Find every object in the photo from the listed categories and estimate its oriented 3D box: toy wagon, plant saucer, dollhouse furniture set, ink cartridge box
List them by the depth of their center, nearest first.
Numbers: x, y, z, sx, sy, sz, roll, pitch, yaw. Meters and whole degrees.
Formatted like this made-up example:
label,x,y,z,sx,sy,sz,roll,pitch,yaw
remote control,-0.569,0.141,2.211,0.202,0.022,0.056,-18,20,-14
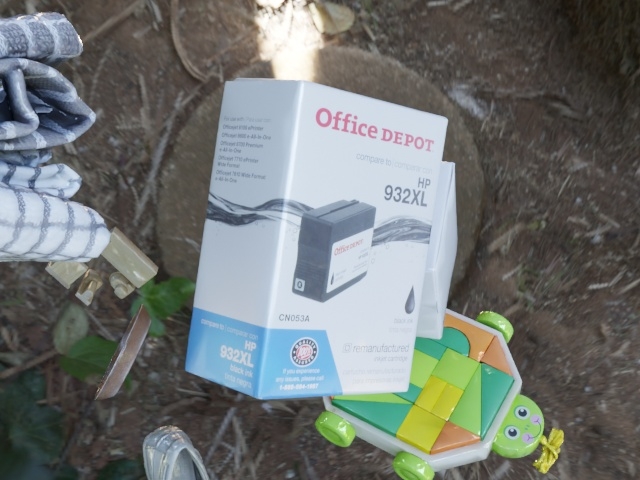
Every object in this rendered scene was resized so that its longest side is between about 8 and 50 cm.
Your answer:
label,x,y,z,sx,sy,sz,roll,pitch,yaw
ink cartridge box,0.000,0.000,0.954,0.129,0.223,0.307,10,93,48
toy wagon,0.167,0.200,1.233,0.344,0.068,0.267,23,60,22
plant saucer,-0.312,0.183,1.448,0.029,0.168,0.168,28,84,-11
dollhouse furniture set,-0.407,0.031,1.731,0.151,0.123,0.144,-38,111,16

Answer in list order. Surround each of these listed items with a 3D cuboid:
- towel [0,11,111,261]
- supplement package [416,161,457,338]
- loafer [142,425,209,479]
label,x,y,z,sx,sy,sz,roll,pitch,yaw
towel,-0.272,-0.055,0.413,0.284,0.235,0.121,-1,86,28
supplement package,0.027,0.002,1.212,0.293,0.177,0.175,6,56,14
loafer,-0.240,0.487,1.621,0.112,0.111,0.319,-25,111,-31
